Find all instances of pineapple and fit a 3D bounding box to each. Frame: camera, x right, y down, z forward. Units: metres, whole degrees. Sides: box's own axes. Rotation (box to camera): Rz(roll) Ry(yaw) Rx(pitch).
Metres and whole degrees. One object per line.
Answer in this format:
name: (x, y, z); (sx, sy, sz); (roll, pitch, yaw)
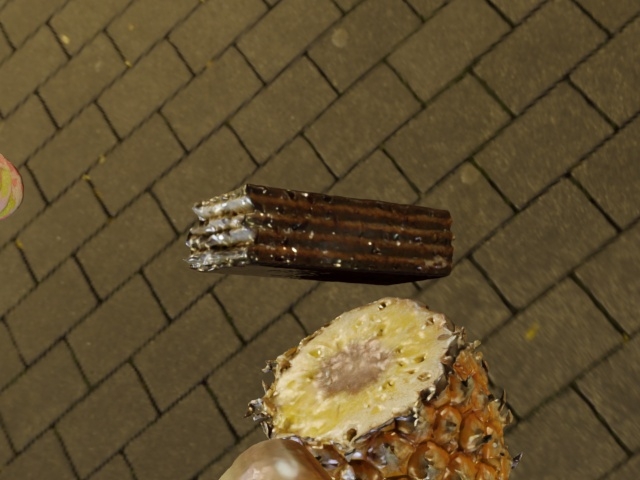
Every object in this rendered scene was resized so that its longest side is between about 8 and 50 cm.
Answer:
pineapple: (0.094, 0.274, 1.338); (0.352, 0.300, 0.352); (-17, 26, 8)

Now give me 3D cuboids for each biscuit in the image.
biscuit: (0.000, 0.000, 0.906); (0.106, 0.252, 0.070); (-12, 76, 54)

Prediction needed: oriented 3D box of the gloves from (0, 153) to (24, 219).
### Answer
gloves: (-0.367, -0.040, 0.849); (0.145, 0.241, 0.126); (10, 91, 14)

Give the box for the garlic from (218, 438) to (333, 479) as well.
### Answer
garlic: (-0.005, 0.206, 0.555); (0.115, 0.128, 0.207); (-40, 57, -16)
